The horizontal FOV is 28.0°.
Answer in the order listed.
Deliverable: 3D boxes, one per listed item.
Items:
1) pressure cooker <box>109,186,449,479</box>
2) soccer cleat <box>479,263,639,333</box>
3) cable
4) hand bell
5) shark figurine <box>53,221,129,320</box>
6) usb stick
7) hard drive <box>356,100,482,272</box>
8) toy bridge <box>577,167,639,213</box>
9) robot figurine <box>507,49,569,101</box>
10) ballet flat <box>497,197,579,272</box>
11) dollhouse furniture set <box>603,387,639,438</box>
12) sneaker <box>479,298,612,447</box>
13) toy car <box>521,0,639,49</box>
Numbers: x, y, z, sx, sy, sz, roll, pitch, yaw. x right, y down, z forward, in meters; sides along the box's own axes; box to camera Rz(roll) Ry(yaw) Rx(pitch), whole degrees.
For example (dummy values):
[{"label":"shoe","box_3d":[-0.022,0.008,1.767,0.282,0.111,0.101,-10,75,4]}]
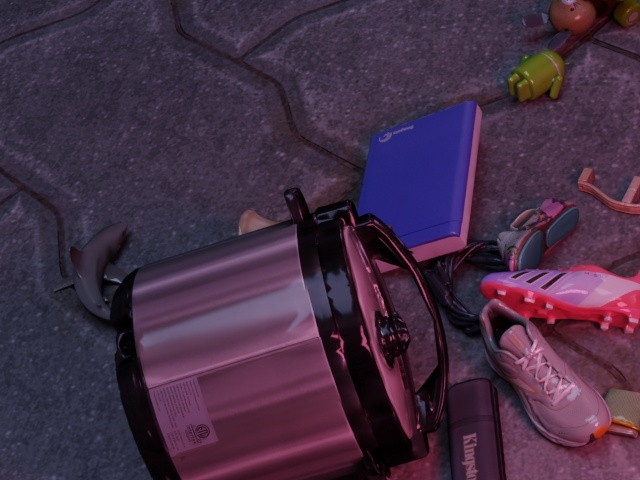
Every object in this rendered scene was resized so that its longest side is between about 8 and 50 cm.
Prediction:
[{"label":"pressure cooker","box_3d":[-0.036,0.162,1.772,0.420,0.370,0.375,-18,46,7]},{"label":"soccer cleat","box_3d":[0.359,0.072,1.891,0.248,0.083,0.095,10,63,5]},{"label":"cable","box_3d":[0.256,0.073,1.997,0.150,0.047,0.184,-23,44,-14]},{"label":"hand bell","box_3d":[0.000,0.000,2.094,0.242,0.126,0.126,-5,45,18]},{"label":"shark figurine","box_3d":[-0.387,0.062,2.194,0.166,0.116,0.278,-25,41,-4]},{"label":"usb stick","box_3d":[0.215,0.307,1.766,0.077,0.045,0.278,-11,44,12]},{"label":"hard drive","box_3d":[0.159,-0.088,2.154,0.210,0.040,0.319,-18,40,29]},{"label":"toy bridge","box_3d":[0.501,-0.073,2.061,0.188,0.026,0.063,14,55,31]},{"label":"robot figurine","box_3d":[0.389,-0.296,2.300,0.115,0.067,0.101,-35,46,-16]},{"label":"ballet flat","box_3d":[0.324,-0.005,1.998,0.079,0.077,0.221,15,35,31]},{"label":"dollhouse furniture set","box_3d":[0.449,0.229,1.748,0.151,0.059,0.076,7,49,26]},{"label":"sneaker","box_3d":[0.299,0.182,1.799,0.099,0.121,0.262,-40,44,-5]},{"label":"toy car","box_3d":[0.469,-0.437,2.374,0.188,0.149,0.155,-37,55,-2]}]
